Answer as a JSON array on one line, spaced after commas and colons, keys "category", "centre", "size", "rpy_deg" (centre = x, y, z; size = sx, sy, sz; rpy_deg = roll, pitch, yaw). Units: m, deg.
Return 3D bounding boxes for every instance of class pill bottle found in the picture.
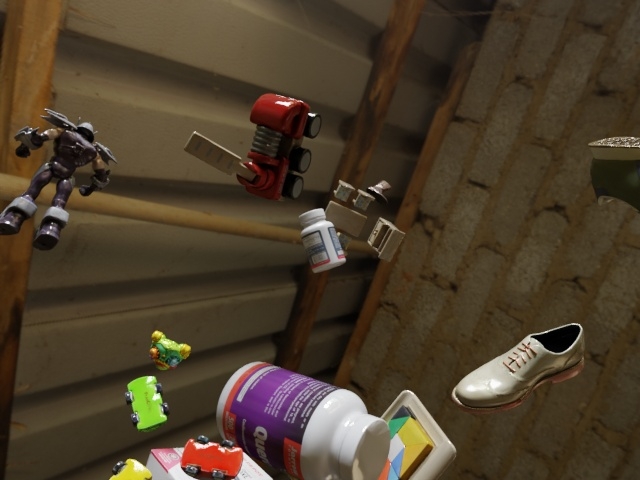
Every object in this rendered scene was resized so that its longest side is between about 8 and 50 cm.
[{"category": "pill bottle", "centre": [0.000, 0.000, 1.604], "size": [0.108, 0.108, 0.180], "rpy_deg": [-10, -101, -50]}, {"category": "pill bottle", "centre": [-0.036, 0.357, 1.008], "size": [0.182, 0.323, 0.181], "rpy_deg": [-11, -76, -50]}]

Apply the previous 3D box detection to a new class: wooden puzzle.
[{"category": "wooden puzzle", "centre": [0.186, 0.494, 1.230], "size": [0.044, 0.238, 0.221], "rpy_deg": [37, -86, -24]}]

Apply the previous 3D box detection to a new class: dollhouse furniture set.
[{"category": "dollhouse furniture set", "centre": [0.128, -0.044, 1.709], "size": [0.242, 0.161, 0.212], "rpy_deg": [23, -78, -16]}]

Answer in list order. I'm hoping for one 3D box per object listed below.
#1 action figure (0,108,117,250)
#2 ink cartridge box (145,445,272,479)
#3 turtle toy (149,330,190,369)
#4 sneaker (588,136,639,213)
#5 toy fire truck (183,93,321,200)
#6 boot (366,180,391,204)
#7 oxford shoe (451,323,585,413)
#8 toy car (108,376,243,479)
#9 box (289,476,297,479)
[{"category": "action figure", "centre": [-0.508, -0.126, 1.006], "size": [0.185, 0.099, 0.284], "rpy_deg": [33, -125, -29]}, {"category": "ink cartridge box", "centre": [-0.256, 0.553, 1.188], "size": [0.237, 0.172, 0.100], "rpy_deg": [17, -89, -43]}, {"category": "turtle toy", "centre": [-0.363, 0.269, 1.235], "size": [0.066, 0.095, 0.130], "rpy_deg": [-65, 5, -27]}, {"category": "sneaker", "centre": [0.379, -0.059, 0.560], "size": [0.064, 0.192, 0.086], "rpy_deg": [-17, -68, -24]}, {"category": "toy fire truck", "centre": [-0.134, -0.202, 1.078], "size": [0.246, 0.159, 0.216], "rpy_deg": [-5, -67, -68]}, {"category": "boot", "centre": [0.249, -0.189, 2.042], "size": [0.114, 0.106, 0.037], "rpy_deg": [-25, -30, -44]}, {"category": "oxford shoe", "centre": [0.517, 0.321, 1.369], "size": [0.397, 0.140, 0.146], "rpy_deg": [-20, -56, -18]}, {"category": "toy car", "centre": [-0.269, 0.330, 0.866], "size": [0.239, 0.225, 0.053], "rpy_deg": [-13, -41, -23]}, {"category": "box", "centre": [-0.051, 0.563, 1.324], "size": [0.067, 0.324, 0.063], "rpy_deg": [-49, -15, 26]}]
